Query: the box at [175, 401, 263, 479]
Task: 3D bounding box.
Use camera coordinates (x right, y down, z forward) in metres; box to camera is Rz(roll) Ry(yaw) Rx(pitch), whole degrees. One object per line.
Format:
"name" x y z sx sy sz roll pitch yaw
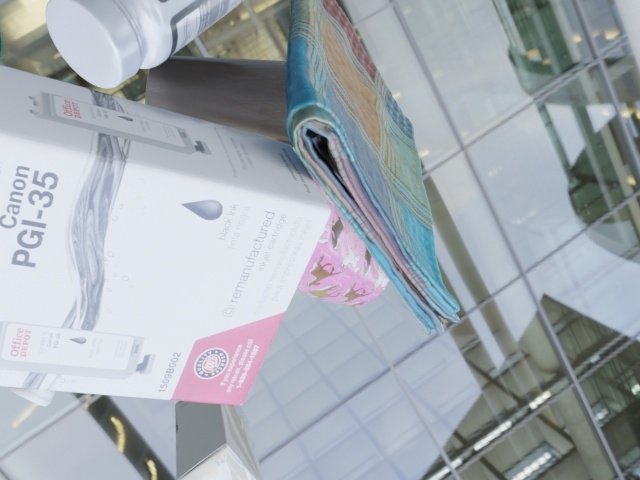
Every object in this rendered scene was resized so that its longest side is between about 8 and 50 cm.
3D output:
"box" -0.169 0.331 1.113 0.094 0.113 0.275 -35 -166 -4

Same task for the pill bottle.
"pill bottle" -0.243 -0.352 0.992 0.161 0.161 0.283 -6 -145 48

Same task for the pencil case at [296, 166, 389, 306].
"pencil case" 0.000 0.000 1.123 0.160 0.167 0.386 -38 156 10

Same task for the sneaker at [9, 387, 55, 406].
"sneaker" -0.389 0.164 0.970 0.212 0.080 0.094 7 -115 60

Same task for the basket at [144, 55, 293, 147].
"basket" -0.153 -0.213 1.085 0.227 0.154 0.204 6 -136 -7

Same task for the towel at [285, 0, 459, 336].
"towel" 0.048 -0.118 0.701 0.040 0.271 0.370 -25 -144 19

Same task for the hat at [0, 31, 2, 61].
"hat" -0.343 -0.132 0.579 0.208 0.173 0.183 -18 -133 -18

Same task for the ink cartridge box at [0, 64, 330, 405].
"ink cartridge box" -0.167 0.006 0.519 0.207 0.283 0.117 -65 -149 24
